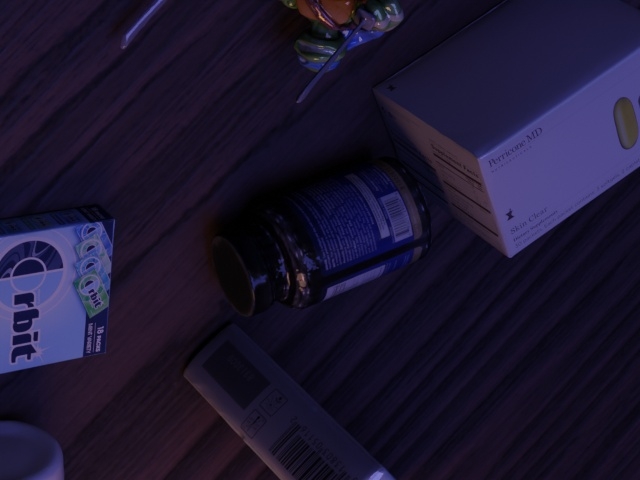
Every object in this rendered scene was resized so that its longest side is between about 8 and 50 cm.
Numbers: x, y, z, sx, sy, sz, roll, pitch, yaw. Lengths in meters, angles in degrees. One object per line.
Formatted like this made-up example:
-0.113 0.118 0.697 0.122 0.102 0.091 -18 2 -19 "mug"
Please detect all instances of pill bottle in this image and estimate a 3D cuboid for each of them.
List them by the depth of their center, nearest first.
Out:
-0.328 0.314 1.906 0.131 0.131 0.229 -15 122 -28 "pill bottle"
0.000 0.000 1.965 0.219 0.123 0.123 -22 126 -24 "pill bottle"

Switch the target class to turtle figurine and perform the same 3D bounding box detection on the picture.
-0.010 -0.277 1.753 0.274 0.198 0.266 -5 114 -37 "turtle figurine"

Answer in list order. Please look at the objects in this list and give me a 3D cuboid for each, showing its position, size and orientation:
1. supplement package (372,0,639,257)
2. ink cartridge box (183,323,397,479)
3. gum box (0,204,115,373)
0.230 -0.143 1.991 0.262 0.204 0.145 -35 130 -14 "supplement package"
0.043 0.287 2.035 0.091 0.308 0.385 -45 133 -6 "ink cartridge box"
-0.300 0.054 1.838 0.184 0.041 0.157 -10 120 -32 "gum box"
